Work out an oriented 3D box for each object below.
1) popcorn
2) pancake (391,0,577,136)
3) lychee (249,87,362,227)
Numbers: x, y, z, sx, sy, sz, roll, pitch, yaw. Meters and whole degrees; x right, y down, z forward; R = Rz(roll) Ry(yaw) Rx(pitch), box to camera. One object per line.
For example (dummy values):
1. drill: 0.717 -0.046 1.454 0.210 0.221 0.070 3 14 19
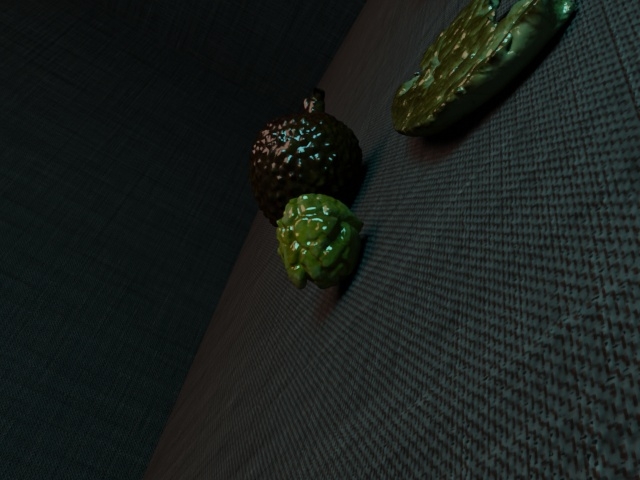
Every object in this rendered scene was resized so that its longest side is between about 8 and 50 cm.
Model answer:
1. popcorn: 0.000 0.000 0.804 0.116 0.121 0.106 -49 -18 27
2. pancake: 0.160 -0.199 0.708 0.197 0.054 0.376 -63 12 2
3. lychee: -0.024 -0.127 1.029 0.200 0.200 0.238 -114 37 -77
